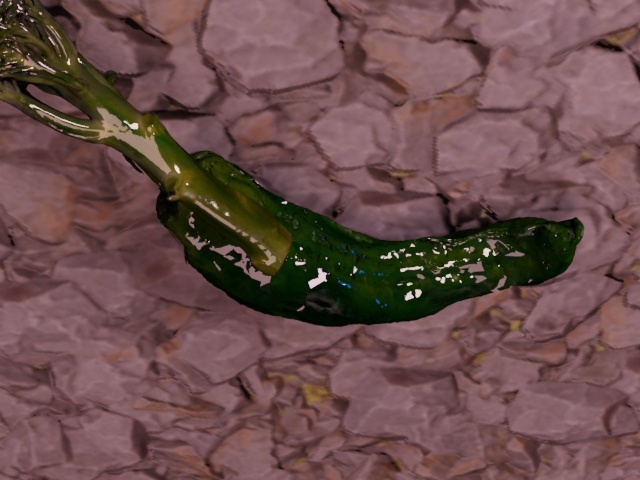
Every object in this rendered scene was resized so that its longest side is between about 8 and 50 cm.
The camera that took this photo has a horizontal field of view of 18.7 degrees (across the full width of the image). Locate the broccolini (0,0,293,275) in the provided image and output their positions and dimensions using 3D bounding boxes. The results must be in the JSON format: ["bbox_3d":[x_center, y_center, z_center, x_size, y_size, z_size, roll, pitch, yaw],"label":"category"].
[{"bbox_3d":[-0.098,-0.047,0.955,0.067,0.058,0.216,-41,110,19],"label":"broccolini"}]

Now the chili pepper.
[{"bbox_3d":[0.000,0.000,1.050,0.279,0.065,0.122,13,123,-20],"label":"chili pepper"}]
